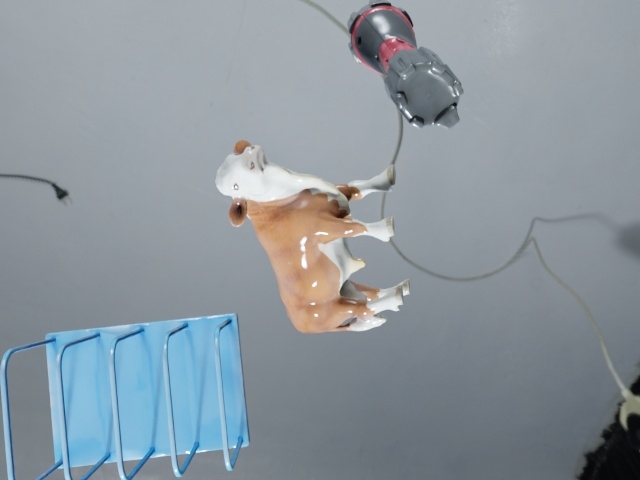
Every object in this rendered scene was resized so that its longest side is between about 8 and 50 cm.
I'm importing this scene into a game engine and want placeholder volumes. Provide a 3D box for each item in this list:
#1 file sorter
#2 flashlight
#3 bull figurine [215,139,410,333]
[{"bbox_3d":[-0.151,0.131,0.478,0.170,0.104,0.118,-6,88,-3],"label":"file sorter"},{"bbox_3d":[0.103,-0.249,0.789,0.103,0.304,0.103,-3,121,-4],"label":"flashlight"},{"bbox_3d":[0.000,0.000,0.695,0.188,0.101,0.311,-2,135,15],"label":"bull figurine"}]
